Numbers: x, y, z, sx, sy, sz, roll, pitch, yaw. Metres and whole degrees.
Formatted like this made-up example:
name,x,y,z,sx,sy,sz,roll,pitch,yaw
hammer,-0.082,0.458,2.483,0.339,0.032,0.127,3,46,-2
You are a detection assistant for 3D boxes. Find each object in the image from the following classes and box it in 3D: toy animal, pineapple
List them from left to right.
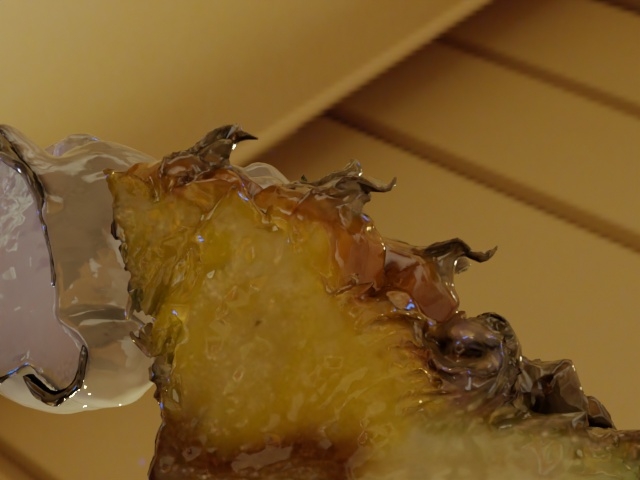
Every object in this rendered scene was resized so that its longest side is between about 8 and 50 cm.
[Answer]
name,x,y,z,sx,sy,sz,roll,pitch,yaw
toy animal,-0.115,0.029,1.147,0.357,0.194,0.258,5,-134,-49
pineapple,0.047,0.063,0.529,0.164,0.250,0.140,-29,171,27

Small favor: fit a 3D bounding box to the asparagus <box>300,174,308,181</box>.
name,x,y,z,sx,sy,sz,roll,pitch,yaw
asparagus,0.001,0.000,1.132,0.025,0.108,0.021,5,-139,38
